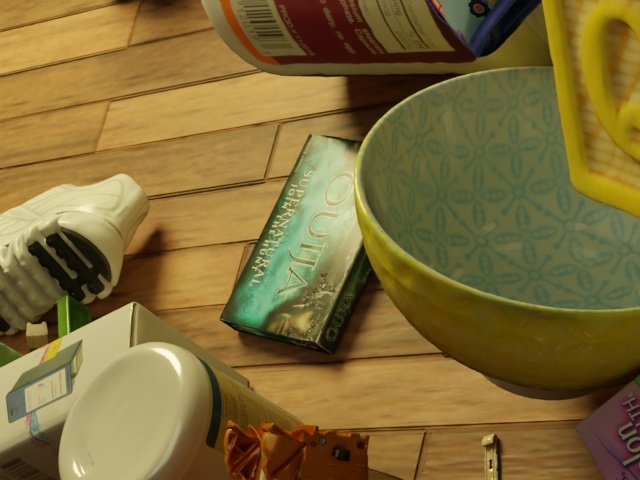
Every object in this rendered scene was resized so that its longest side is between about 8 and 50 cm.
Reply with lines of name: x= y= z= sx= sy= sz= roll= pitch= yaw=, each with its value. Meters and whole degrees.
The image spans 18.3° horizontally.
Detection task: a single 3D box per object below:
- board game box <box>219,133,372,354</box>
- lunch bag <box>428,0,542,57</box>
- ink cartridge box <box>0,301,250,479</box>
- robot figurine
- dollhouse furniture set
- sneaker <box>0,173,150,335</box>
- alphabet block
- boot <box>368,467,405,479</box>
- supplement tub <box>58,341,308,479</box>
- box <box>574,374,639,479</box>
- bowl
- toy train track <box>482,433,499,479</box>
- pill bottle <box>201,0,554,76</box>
board game box: x=0.000 y=0.000 z=1.689 sx=0.126 sy=0.026 sz=0.186 roll=10 pitch=70 yaw=46
lunch bag: x=0.106 y=-0.282 z=1.384 sx=0.221 sy=0.138 sz=0.293 roll=53 pitch=136 yaw=12
ink cartridge box: x=-0.184 y=0.156 z=1.651 sx=0.212 sy=0.154 sz=0.093 roll=-26 pitch=47 yaw=29
robot figurine: x=-0.035 y=0.265 z=1.293 sx=0.211 sy=0.085 sz=0.291 roll=162 pitch=118 yaw=-73
dollhouse furniture set: x=-0.271 y=0.114 z=1.822 sx=0.151 sy=0.076 sz=0.058 roll=-31 pitch=45 yaw=23
sneaker: x=-0.274 y=0.011 z=1.892 sx=0.292 sy=0.110 sz=0.118 roll=-13 pitch=33 yaw=40
alphabet block: x=0.276 y=-0.125 z=1.263 sx=0.197 sy=0.192 sz=0.193 roll=-18 pitch=19 yaw=-20
boot: x=0.026 y=0.298 z=1.414 sx=0.283 sy=0.109 sz=0.220 roll=-117 pitch=41 yaw=-68
supplement tub: x=-0.084 y=0.178 z=1.507 sx=0.144 sy=0.199 sz=0.144 roll=-25 pitch=48 yaw=31
box: x=0.319 y=0.137 z=1.231 sx=0.243 sy=0.117 sz=0.213 roll=-40 pitch=43 yaw=13
bowl: x=0.165 y=0.019 z=1.399 sx=0.289 sy=0.156 sz=0.289 roll=1 pitch=37 yaw=-1
toy train track: x=0.123 y=0.179 z=1.460 sx=0.048 sy=0.014 sz=0.083 roll=-21 pitch=50 yaw=31
pill bottle: x=0.102 y=-0.245 z=1.615 sx=0.392 sy=0.224 sz=0.224 roll=4 pitch=66 yaw=44
